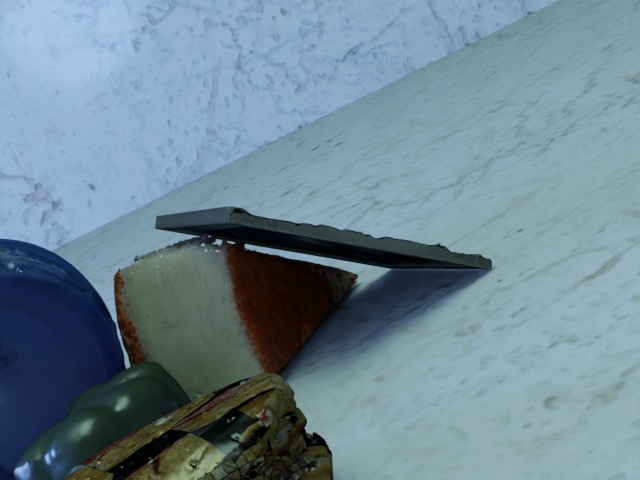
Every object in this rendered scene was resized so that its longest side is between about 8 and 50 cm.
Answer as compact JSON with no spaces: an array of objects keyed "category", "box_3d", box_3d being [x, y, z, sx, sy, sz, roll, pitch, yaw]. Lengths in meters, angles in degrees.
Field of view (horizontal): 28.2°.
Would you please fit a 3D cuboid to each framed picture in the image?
[{"category":"framed picture","box_3d":[0.000,0.000,1.250,0.281,0.019,0.209,10,-5,-24]}]

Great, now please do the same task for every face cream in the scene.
[{"category":"face cream","box_3d":[-0.318,0.131,1.271,0.249,0.249,0.225,-31,15,-12]}]

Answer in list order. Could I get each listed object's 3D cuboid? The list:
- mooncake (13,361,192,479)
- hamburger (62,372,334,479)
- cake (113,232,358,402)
[{"category":"mooncake","box_3d":[-0.186,0.184,1.114,0.168,0.104,0.175,-37,10,-11]},{"category":"hamburger","box_3d":[-0.099,0.183,0.902,0.231,0.107,0.231,-26,11,5]},{"category":"cake","box_3d":[-0.068,0.099,1.324,0.158,0.160,0.262,-17,-18,33]}]
